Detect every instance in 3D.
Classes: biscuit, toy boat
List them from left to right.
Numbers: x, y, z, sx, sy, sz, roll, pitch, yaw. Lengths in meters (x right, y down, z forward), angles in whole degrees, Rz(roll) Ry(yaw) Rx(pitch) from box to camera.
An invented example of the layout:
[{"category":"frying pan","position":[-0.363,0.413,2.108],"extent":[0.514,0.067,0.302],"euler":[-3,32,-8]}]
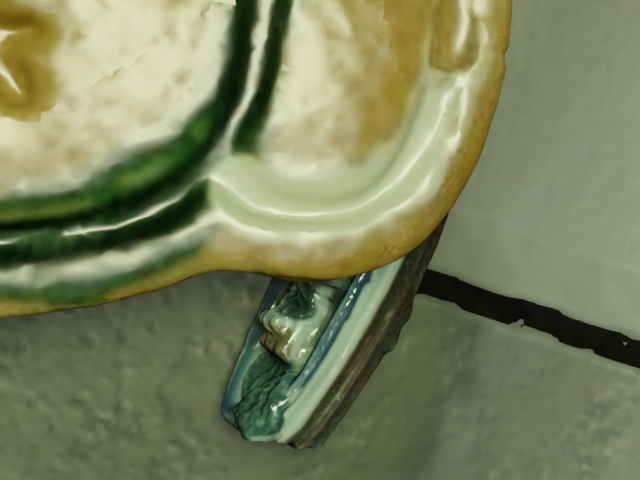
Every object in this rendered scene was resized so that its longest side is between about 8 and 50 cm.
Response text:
[{"category":"biscuit","position":[-0.112,-0.118,0.488],"extent":[0.344,0.057,0.287],"euler":[1,85,-4]},{"category":"toy boat","position":[0.000,0.000,0.540],"extent":[0.066,0.059,0.140],"euler":[31,85,-28]}]
